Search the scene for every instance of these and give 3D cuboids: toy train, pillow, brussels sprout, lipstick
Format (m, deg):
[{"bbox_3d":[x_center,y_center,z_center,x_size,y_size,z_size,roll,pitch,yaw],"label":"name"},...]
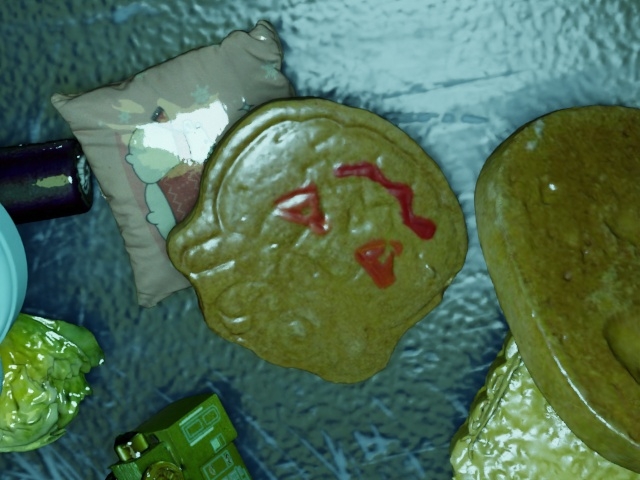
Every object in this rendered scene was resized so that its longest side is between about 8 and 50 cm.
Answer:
[{"bbox_3d":[-0.115,0.267,1.613,0.090,0.137,0.225,-16,104,45],"label":"toy train"},{"bbox_3d":[-0.110,-0.070,1.583,0.223,0.084,0.236,-22,103,2],"label":"pillow"},{"bbox_3d":[-0.308,0.135,1.632,0.181,0.100,0.139,-11,94,23],"label":"brussels sprout"},{"bbox_3d":[-0.367,-0.044,1.618,0.300,0.081,0.081,-7,97,7],"label":"lipstick"}]

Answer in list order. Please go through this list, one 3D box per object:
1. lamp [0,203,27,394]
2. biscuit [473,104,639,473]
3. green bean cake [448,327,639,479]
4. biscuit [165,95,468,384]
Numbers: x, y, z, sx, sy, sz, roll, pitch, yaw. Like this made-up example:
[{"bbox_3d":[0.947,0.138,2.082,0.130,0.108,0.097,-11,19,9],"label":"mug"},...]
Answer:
[{"bbox_3d":[-0.370,0.053,1.532,0.209,0.147,0.284,-5,91,10],"label":"lamp"},{"bbox_3d":[0.303,0.038,1.490,0.314,0.063,0.367,-8,62,-24],"label":"biscuit"},{"bbox_3d":[0.253,0.173,1.567,0.224,0.131,0.229,28,96,-1],"label":"green bean cake"},{"bbox_3d":[0.000,0.001,1.558,0.273,0.049,0.257,34,101,-23],"label":"biscuit"}]
